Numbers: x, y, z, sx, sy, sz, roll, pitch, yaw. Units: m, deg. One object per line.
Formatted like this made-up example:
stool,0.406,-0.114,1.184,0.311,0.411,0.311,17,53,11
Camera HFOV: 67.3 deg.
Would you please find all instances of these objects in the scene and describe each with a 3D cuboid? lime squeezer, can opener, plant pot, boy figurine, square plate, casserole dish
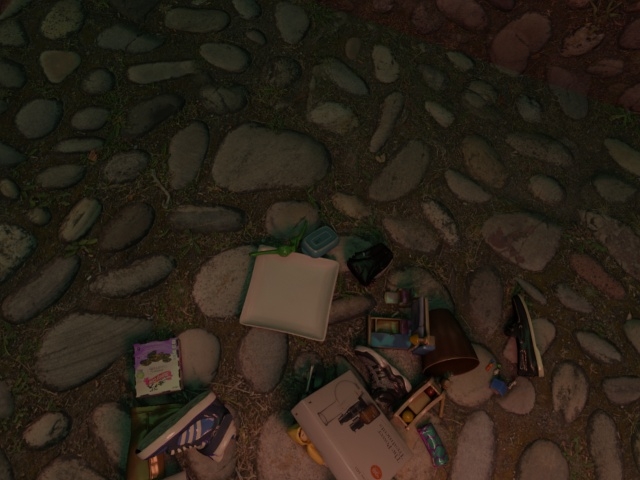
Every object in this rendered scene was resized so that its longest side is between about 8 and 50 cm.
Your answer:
lime squeezer,-0.138,0.016,2.003,0.310,0.058,0.110,-32,32,-28
can opener,-0.047,0.602,1.813,0.093,0.074,0.280,16,69,0
plant pot,0.484,0.393,1.892,0.216,0.215,0.230,-3,56,-7
boy figurine,0.015,0.710,1.728,0.285,0.092,0.177,29,62,-17
square plate,-0.121,0.213,1.966,0.348,0.049,0.343,12,69,-1
casserole dish,0.000,0.000,2.041,0.188,0.037,0.114,-32,66,-30

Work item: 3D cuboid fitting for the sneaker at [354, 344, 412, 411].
sneaker,0.210,0.533,1.848,0.269,0.101,0.153,40,68,7

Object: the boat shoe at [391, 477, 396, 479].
boat shoe,0.217,0.953,1.703,0.081,0.079,0.227,27,66,9

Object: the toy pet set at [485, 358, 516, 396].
toy pet set,0.716,0.550,1.913,0.122,0.065,0.114,38,70,9

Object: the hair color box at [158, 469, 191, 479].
hair color box,-0.599,0.928,1.571,0.375,0.113,0.185,-17,42,-13

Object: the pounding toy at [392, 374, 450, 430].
pounding toy,0.413,0.617,1.810,0.270,0.154,0.155,-40,78,-17

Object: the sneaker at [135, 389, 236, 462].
sneaker,-0.439,0.705,1.665,0.323,0.130,0.236,-35,100,-36

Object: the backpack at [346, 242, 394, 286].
backpack,0.213,0.090,2.012,0.182,0.115,0.152,-37,88,-18

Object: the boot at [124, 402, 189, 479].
boot,-0.569,0.724,1.715,0.236,0.089,0.269,-4,74,-8

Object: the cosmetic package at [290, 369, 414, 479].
cosmetic package,0.114,0.678,1.689,0.285,0.097,0.377,-17,61,-48

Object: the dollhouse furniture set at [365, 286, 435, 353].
dollhouse furniture set,0.301,0.287,1.844,0.198,0.303,0.286,4,69,-5

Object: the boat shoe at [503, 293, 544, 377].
boat shoe,0.808,0.387,1.959,0.113,0.127,0.339,-12,72,14

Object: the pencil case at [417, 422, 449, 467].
pencil case,0.421,0.767,1.802,0.070,0.064,0.151,-12,68,-36

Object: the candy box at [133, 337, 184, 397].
candy box,-0.607,0.478,1.806,0.165,0.070,0.196,-8,70,-9
